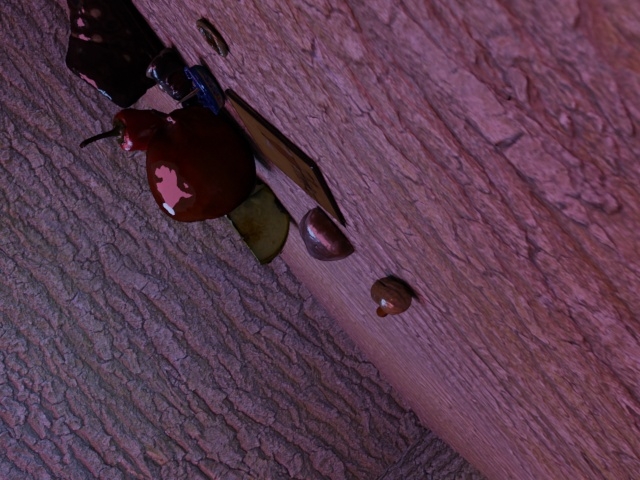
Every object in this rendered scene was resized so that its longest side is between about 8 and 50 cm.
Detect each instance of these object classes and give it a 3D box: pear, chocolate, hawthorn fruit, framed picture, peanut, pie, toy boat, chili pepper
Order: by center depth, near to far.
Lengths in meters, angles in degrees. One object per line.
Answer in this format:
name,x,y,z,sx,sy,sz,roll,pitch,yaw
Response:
pie,-0.206,-0.384,1.348,0.085,0.017,0.085,48,172,9
framed picture,-0.079,-0.187,1.633,0.338,0.014,0.255,44,172,32
peanut,0.161,0.128,1.637,0.080,0.080,0.174,50,176,-14
toy boat,-0.299,-0.353,1.700,0.091,0.110,0.175,45,170,23
chocolate,-0.002,0.000,1.892,0.157,0.080,0.254,49,173,-4
hawthorn fruit,-0.334,-0.213,1.970,0.308,0.308,0.325,-146,51,-62
chili pepper,-0.529,-0.322,2.063,0.338,0.131,0.134,5,-157,-34
pear,-0.237,-0.102,2.418,0.286,0.176,0.282,58,171,-32

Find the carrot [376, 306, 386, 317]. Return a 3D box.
carrot,0.185,0.202,2.041,0.035,0.035,0.142,49,168,-1

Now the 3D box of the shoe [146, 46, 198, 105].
shoe,-0.388,-0.433,1.911,0.112,0.099,0.227,41,176,2

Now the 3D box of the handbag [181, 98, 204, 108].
handbag,-0.339,-0.347,2.151,0.179,0.062,0.229,41,169,48

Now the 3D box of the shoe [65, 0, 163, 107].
shoe,-0.593,-0.544,1.930,0.171,0.237,0.384,39,169,51
